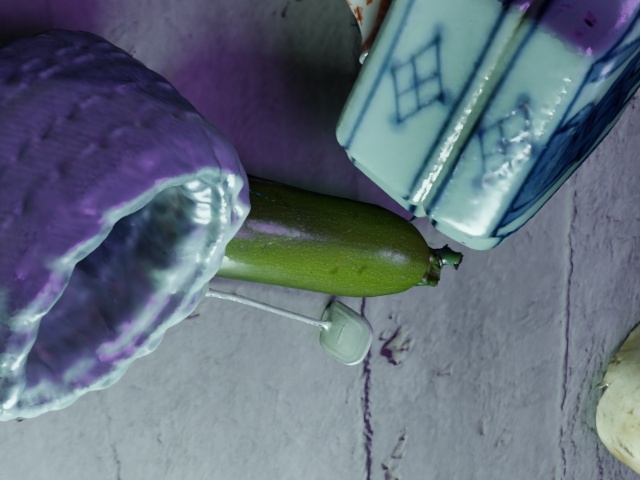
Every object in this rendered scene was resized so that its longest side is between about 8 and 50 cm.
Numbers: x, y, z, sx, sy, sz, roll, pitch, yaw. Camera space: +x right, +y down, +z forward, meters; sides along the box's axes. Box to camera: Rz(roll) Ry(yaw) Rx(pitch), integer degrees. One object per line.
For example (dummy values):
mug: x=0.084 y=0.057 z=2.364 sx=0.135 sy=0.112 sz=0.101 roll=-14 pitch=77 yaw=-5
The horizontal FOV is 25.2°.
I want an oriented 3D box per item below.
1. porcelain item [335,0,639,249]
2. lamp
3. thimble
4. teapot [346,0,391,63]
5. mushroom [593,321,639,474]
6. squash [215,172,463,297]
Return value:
porcelain item: x=0.159 y=-0.150 z=1.043 sx=0.281 sy=0.157 sz=0.286 roll=-43 pitch=165 yaw=-48
lamp: x=-0.047 y=0.058 z=1.159 sx=0.198 sy=0.056 sz=0.050 roll=15 pitch=106 yaw=-38
thimble: x=-0.173 y=-0.002 z=0.912 sx=0.250 sy=0.172 sz=0.205 roll=-44 pitch=156 yaw=-11
teapot: x=0.078 y=-0.251 z=1.034 sx=0.159 sy=0.116 sz=0.245 roll=7 pitch=127 yaw=-49
mushroom: x=0.431 y=0.172 z=1.494 sx=0.254 sy=0.189 sz=0.195 roll=-36 pitch=127 yaw=-16
squash: x=0.000 y=0.002 z=1.142 sx=0.332 sy=0.087 sz=0.087 roll=11 pitch=105 yaw=-43
